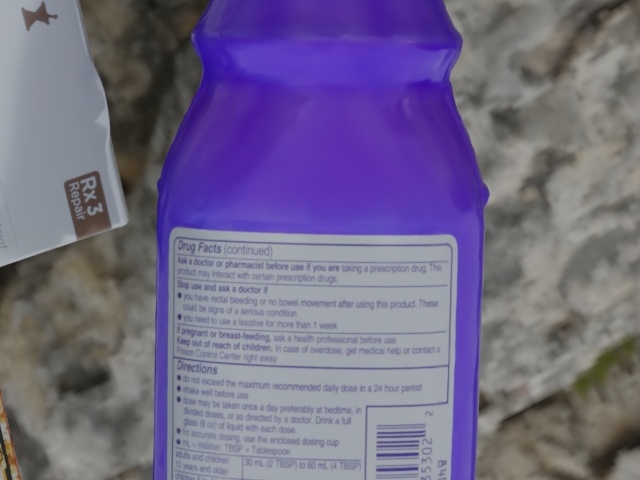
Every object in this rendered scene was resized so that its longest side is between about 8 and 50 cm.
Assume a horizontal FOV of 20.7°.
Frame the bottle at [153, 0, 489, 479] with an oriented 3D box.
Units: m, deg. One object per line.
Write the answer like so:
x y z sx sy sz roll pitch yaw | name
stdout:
0.000 0.000 0.619 0.118 0.283 0.092 1 -173 4 | bottle

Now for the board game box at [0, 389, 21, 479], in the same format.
-0.301 0.132 1.265 0.146 0.194 0.045 -15 -173 -36 | board game box

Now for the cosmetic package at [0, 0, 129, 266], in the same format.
-0.165 -0.085 0.761 0.085 0.231 0.117 -19 118 -16 | cosmetic package
